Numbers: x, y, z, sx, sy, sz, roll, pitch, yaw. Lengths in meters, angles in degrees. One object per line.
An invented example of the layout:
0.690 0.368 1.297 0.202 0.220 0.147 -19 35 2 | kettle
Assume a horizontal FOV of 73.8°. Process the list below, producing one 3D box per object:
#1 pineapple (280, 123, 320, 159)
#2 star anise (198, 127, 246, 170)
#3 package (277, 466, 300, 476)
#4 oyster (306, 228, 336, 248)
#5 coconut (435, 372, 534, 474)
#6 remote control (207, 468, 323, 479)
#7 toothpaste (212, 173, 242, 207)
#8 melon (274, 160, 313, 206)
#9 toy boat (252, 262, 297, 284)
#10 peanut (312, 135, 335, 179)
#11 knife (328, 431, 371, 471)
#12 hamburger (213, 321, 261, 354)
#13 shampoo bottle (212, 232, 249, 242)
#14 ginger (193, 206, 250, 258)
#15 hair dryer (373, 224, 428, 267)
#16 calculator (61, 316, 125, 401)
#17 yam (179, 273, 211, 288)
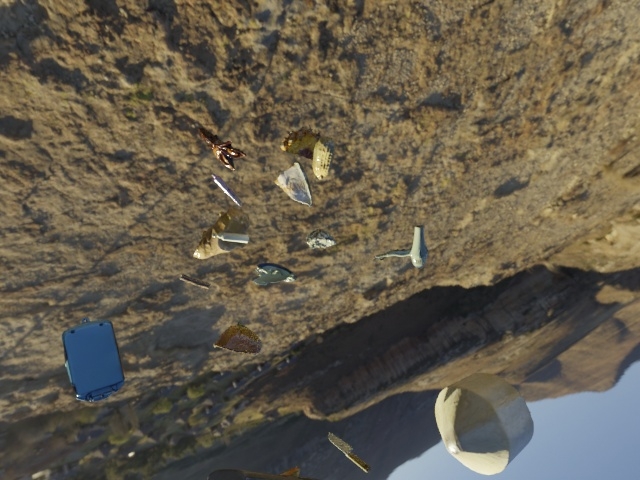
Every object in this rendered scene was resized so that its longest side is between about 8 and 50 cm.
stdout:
-0.050 -0.416 1.806 0.233 0.079 0.135 7 117 -46 | pineapple
-0.369 -0.332 1.614 0.054 0.212 0.157 -54 157 -36 | star anise
-0.113 0.635 1.109 0.107 0.031 0.121 -10 142 -34 | package
0.000 0.001 1.710 0.100 0.098 0.037 -37 -165 -3 | oyster
0.371 0.427 0.998 0.221 0.202 0.202 -10 148 -38 | coconut
-0.089 0.562 0.979 0.107 0.044 0.377 -12 145 31 | remote control
-0.375 -0.204 1.721 0.028 0.045 0.170 -34 116 14 | toothpaste
-0.085 -0.205 1.452 0.093 0.202 0.140 -19 139 -26 | melon
-0.234 0.162 2.014 0.291 0.220 0.067 -18 123 -74 | toy boat
0.010 -0.337 1.735 0.083 0.093 0.194 -13 140 -26 | peanut
0.113 0.855 1.736 0.047 0.017 0.297 -23 -165 -30 | knife
-0.299 0.362 1.577 0.175 0.102 0.087 13 -176 -11 | hamburger
-0.350 -0.013 1.656 0.140 0.034 0.049 7 -177 -15 | shampoo bottle
-0.454 -0.017 1.946 0.353 0.190 0.126 -29 -161 23 | ginger
0.312 0.012 1.602 0.199 0.067 0.167 10 112 -1 | hair dryer
-0.803 0.415 1.505 0.172 0.294 0.051 -12 174 -31 | calculator
-0.572 0.189 1.948 0.145 0.032 0.032 26 123 -30 | yam
